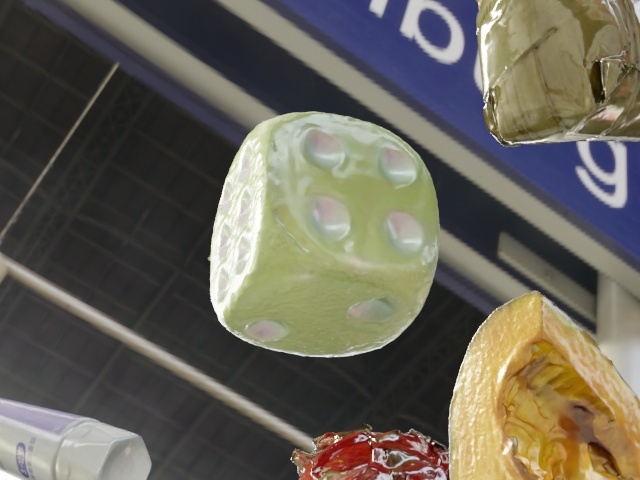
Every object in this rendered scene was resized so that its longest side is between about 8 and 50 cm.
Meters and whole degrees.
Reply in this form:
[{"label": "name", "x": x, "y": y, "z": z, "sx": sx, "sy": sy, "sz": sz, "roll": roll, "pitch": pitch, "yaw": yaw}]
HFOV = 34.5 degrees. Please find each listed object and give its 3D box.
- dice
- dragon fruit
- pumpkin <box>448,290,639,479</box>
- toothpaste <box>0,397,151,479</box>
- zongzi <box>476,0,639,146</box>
[{"label": "dice", "x": 0.000, "y": 0.000, "z": 1.379, "sx": 0.249, "sy": 0.252, "sz": 0.254, "roll": 12, "pitch": -35, "yaw": -19}, {"label": "dragon fruit", "x": 0.073, "y": 0.335, "z": 1.183, "sx": 0.244, "sy": 0.299, "sz": 0.245, "roll": -10, "pitch": -60, "yaw": -17}, {"label": "pumpkin", "x": 0.223, "y": 0.217, "z": 0.955, "sx": 0.169, "sy": 0.313, "sz": 0.148, "roll": 11, "pitch": -21, "yaw": -40}, {"label": "toothpaste", "x": -0.335, "y": 0.201, "z": 1.078, "sx": 0.371, "sy": 0.080, "sz": 0.125, "roll": 8, "pitch": -41, "yaw": 34}, {"label": "zongzi", "x": 0.391, "y": -0.354, "z": 1.312, "sx": 0.499, "sy": 0.467, "sz": 0.218, "roll": -3, "pitch": -6, "yaw": -39}]
